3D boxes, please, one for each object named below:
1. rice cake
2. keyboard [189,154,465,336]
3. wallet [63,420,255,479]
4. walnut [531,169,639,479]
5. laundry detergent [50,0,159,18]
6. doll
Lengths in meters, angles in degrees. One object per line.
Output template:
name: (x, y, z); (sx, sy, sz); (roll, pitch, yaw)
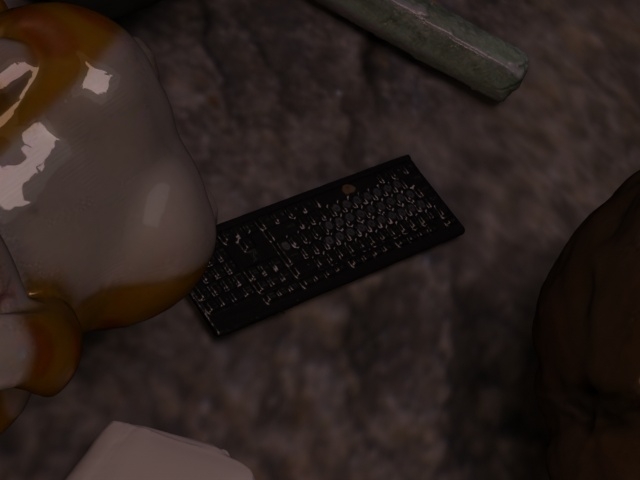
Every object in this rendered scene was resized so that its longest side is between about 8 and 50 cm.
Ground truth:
rice cake: (0.039, -0.148, 1.066); (0.207, 0.033, 0.033); (28, 38, -11)
keyboard: (0.000, 0.000, 0.952); (0.198, 0.010, 0.064); (-22, 70, -40)
wallet: (-0.099, 0.154, 0.742); (0.095, 0.033, 0.190); (17, 43, 21)
walnut: (0.244, 0.072, 0.902); (0.273, 0.227, 0.273); (13, 55, -20)
laundry detergent: (-0.108, -0.323, 1.039); (0.264, 0.125, 0.398); (37, 46, -2)
doll: (-0.165, 0.002, 0.750); (0.269, 0.162, 0.167); (-46, 119, -49)
